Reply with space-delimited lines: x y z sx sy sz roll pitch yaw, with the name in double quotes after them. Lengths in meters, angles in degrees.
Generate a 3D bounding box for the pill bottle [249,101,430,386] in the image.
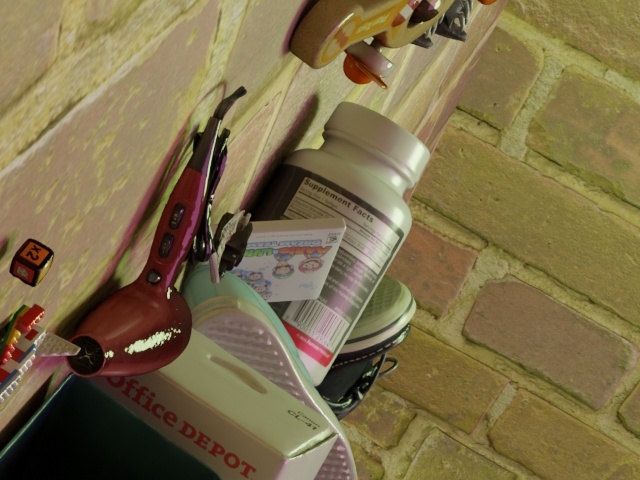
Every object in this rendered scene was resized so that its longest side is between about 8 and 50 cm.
0.000 0.000 1.876 0.318 0.176 0.176 -59 174 -8 "pill bottle"

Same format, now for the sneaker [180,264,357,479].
-0.055 0.173 1.708 0.150 0.135 0.366 -108 180 -55 "sneaker"

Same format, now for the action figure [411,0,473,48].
0.178 -0.383 1.954 0.185 0.099 0.285 -37 153 -53 "action figure"

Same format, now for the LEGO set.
-0.239 0.119 1.050 0.244 0.060 0.182 -60 178 -12 "LEGO set"

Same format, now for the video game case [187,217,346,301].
-0.063 0.025 1.699 0.143 0.157 0.019 111 -30 -52 "video game case"

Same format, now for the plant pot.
-0.231 0.275 1.366 0.234 0.165 0.165 -55 179 39 "plant pot"

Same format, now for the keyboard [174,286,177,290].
-0.179 0.110 1.646 0.108 0.023 0.180 -56 173 -37 "keyboard"

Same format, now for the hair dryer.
-0.146 0.014 1.372 0.223 0.080 0.293 88 23 -48 "hair dryer"

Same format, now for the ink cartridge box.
-0.159 0.260 1.513 0.306 0.226 0.131 -63 164 18 "ink cartridge box"

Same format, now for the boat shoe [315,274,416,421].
0.008 0.168 2.135 0.187 0.156 0.500 -33 180 -28 "boat shoe"

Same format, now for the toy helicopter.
0.064 -0.246 1.683 0.355 0.140 0.235 -33 163 -54 "toy helicopter"
